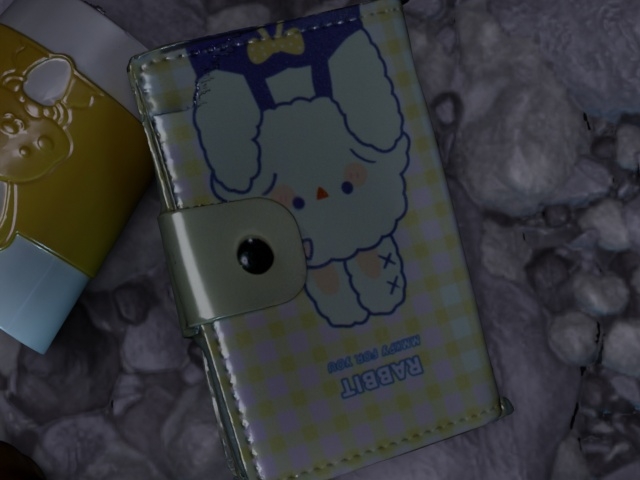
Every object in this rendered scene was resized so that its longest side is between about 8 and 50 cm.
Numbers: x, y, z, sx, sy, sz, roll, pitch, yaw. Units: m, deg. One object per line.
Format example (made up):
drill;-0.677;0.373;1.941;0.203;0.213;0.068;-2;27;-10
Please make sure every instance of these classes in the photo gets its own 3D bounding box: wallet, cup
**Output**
wallet;0.000;0.000;0.951;0.223;0.077;0.309;-14;88;-21
cup;-0.233;-0.069;0.978;0.241;0.185;0.226;37;82;0

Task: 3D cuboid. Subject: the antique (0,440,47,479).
antique;-0.205;0.267;0.936;0.223;0.129;0.278;-33;62;10
